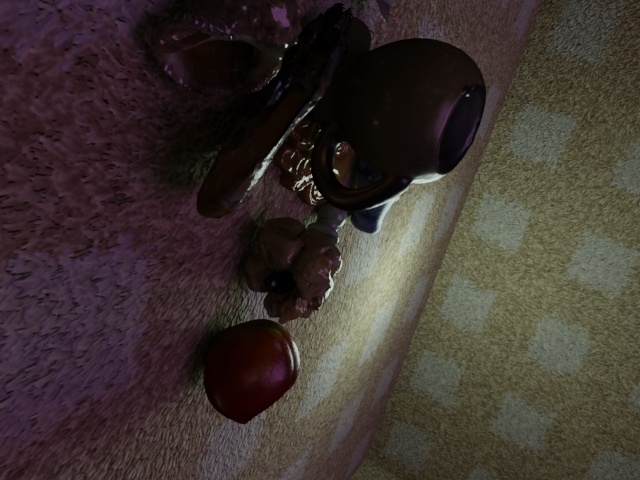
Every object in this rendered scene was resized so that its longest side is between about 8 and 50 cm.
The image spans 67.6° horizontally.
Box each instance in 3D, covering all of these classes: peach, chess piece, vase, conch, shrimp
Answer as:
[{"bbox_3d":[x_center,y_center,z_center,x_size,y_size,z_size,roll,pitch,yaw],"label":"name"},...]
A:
[{"bbox_3d":[-0.133,0.256,0.948,0.190,0.190,0.192,-17,109,-59],"label":"peach"},{"bbox_3d":[0.000,0.000,1.079,0.139,0.139,0.271,76,35,-54],"label":"chess piece"},{"bbox_3d":[0.098,-0.208,0.855,0.329,0.302,0.241,-62,152,5],"label":"vase"},{"bbox_3d":[-0.110,-0.250,0.594,0.207,0.130,0.155,-34,130,-27],"label":"conch"},{"bbox_3d":[-0.041,-0.219,0.689,0.272,0.085,0.445,-21,-143,58],"label":"shrimp"}]

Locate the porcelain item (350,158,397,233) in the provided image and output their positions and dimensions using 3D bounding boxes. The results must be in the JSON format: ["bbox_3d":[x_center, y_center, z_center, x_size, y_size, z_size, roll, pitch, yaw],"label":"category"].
[{"bbox_3d":[0.151,-0.142,1.226,0.141,0.141,0.259,-39,154,-45],"label":"porcelain item"}]

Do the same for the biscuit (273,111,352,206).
[{"bbox_3d":[-0.002,-0.175,0.992,0.202,0.044,0.289,-66,158,2],"label":"biscuit"}]

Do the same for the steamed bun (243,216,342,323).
[{"bbox_3d":[-0.068,0.052,0.899,0.177,0.192,0.106,-54,165,29],"label":"steamed bun"}]

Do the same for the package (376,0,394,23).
[{"bbox_3d":[0.097,-0.547,0.837,0.204,0.062,0.250,0,99,-63],"label":"package"}]

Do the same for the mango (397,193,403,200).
[{"bbox_3d":[0.223,-0.234,1.315,0.262,0.109,0.157,-66,166,13],"label":"mango"}]
